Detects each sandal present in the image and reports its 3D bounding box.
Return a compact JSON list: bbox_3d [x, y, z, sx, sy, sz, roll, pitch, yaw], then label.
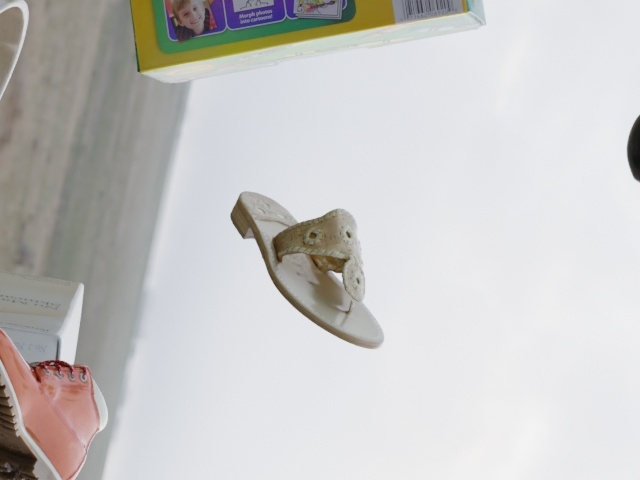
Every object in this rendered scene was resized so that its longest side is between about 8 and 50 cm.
[{"bbox_3d":[-0.005,-0.001,1.527,0.240,0.088,0.079,48,-62,48],"label":"sandal"}]

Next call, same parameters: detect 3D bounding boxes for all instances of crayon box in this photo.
[{"bbox_3d":[-0.019,-0.233,1.375,0.081,0.278,0.165,6,76,-75],"label":"crayon box"}]

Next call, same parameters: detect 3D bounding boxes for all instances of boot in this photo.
[{"bbox_3d":[-0.188,0.095,1.101,0.084,0.059,0.158,-51,141,-31],"label":"boot"}]

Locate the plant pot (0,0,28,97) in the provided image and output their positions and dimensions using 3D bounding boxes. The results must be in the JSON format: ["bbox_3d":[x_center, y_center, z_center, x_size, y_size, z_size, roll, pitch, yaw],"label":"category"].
[{"bbox_3d":[-0.395,-0.133,1.229,0.256,0.274,0.256,-59,-178,3],"label":"plant pot"}]

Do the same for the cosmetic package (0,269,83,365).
[{"bbox_3d":[-0.314,0.104,1.600,0.309,0.160,0.113,-131,-131,-81],"label":"cosmetic package"}]

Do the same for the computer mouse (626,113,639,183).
[{"bbox_3d":[0.283,-0.086,1.216,0.242,0.041,0.071,151,-46,-66],"label":"computer mouse"}]
